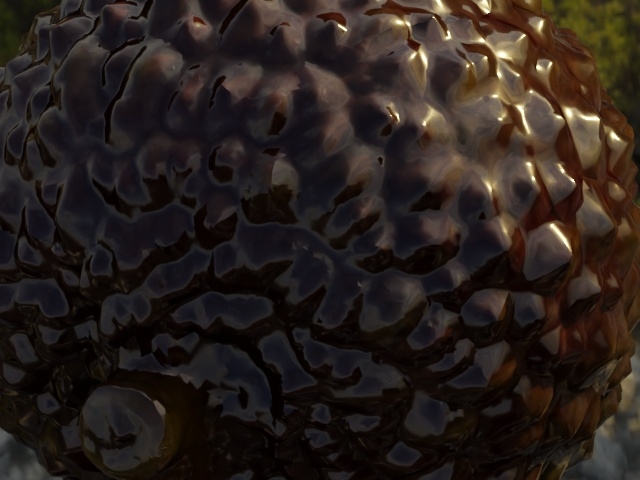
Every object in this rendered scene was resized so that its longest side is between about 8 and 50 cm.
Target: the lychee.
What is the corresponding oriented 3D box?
[{"bbox_3d":[0.000,0.000,0.550,0.235,0.236,0.271,13,31,30],"label":"lychee"}]
